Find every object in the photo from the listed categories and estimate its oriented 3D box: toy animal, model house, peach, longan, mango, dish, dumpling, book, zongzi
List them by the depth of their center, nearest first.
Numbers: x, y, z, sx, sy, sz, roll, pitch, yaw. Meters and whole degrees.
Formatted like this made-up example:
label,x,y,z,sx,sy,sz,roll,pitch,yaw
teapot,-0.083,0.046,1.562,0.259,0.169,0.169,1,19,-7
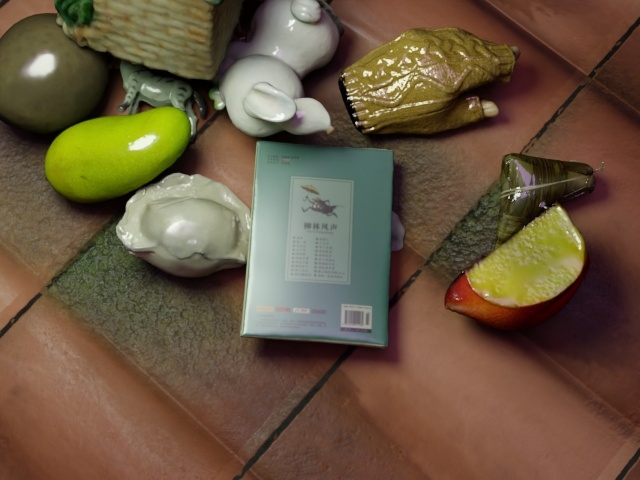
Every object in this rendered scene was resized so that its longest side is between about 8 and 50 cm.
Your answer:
label,x,y,z,sx,sy,sz,roll,pitch,yaw
model house,-0.249,-0.573,1.560,0.395,0.400,0.445,20,66,-4
peach,0.352,0.079,1.642,0.267,0.159,0.154,-36,66,-11
book,0.000,0.000,1.687,0.264,0.031,0.379,5,71,-3
dumpling,-0.234,-0.030,1.689,0.258,0.147,0.193,12,64,-13
mango,-0.369,-0.158,1.702,0.293,0.143,0.175,-17,39,17
longan,-0.510,-0.309,1.729,0.246,0.246,0.215,-23,101,-6
toy animal,-0.077,-0.309,1.733,0.183,0.247,0.310,41,57,-30
zongzi,0.421,-0.063,1.734,0.187,0.084,0.184,6,88,-2
dish,0.090,-0.014,1.736,0.137,0.039,0.091,-18,74,-6
toy animal,-0.319,-0.298,1.795,0.217,0.073,0.176,19,66,-15

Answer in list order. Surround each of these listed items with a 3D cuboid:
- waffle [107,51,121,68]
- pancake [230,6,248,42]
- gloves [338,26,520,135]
label,x,y,z,sx,sy,sz,roll,pitch,yaw
waffle,-0.386,-0.417,1.862,0.191,0.038,0.191,0,74,0
pancake,-0.203,-0.430,1.847,0.244,0.057,0.266,45,71,5
gloves,0.212,-0.305,1.762,0.356,0.155,0.203,-17,78,-8
